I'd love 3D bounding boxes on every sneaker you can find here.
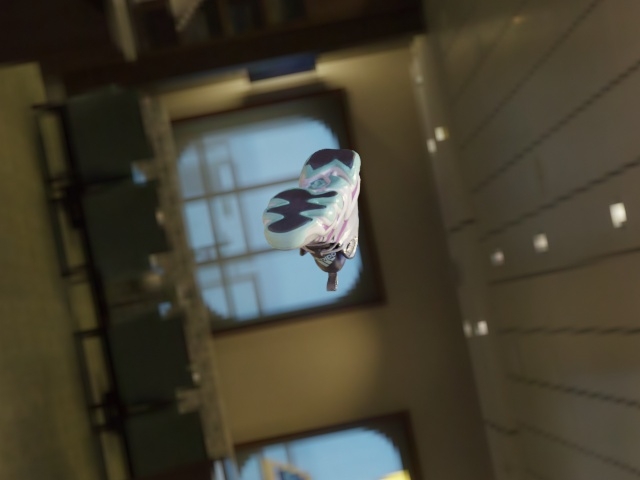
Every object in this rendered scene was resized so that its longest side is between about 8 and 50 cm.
[{"bbox_3d":[0.000,0.000,0.864,0.098,0.038,0.069,-49,141,-54],"label":"sneaker"}]
